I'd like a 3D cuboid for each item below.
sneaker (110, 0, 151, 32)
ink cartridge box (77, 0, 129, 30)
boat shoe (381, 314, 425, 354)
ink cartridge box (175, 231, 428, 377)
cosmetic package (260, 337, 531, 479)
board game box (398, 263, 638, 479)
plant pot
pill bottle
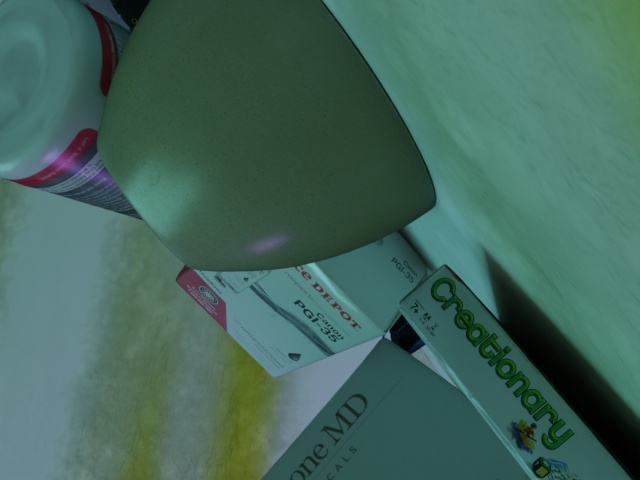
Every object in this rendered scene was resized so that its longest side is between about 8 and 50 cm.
[{"bbox_3d":[-0.130,-0.219,0.812,0.222,0.118,0.083,53,179,10],"label":"sneaker"},{"bbox_3d":[-0.251,-0.303,0.923,0.154,0.212,0.093,53,-177,-42],"label":"ink cartridge box"},{"bbox_3d":[0.113,0.100,1.025,0.089,0.109,0.258,56,177,4],"label":"boat shoe"},{"bbox_3d":[-0.034,0.044,0.971,0.207,0.117,0.283,46,144,-8],"label":"ink cartridge box"},{"bbox_3d":[0.154,0.395,0.863,0.393,0.329,0.327,33,167,41],"label":"cosmetic package"},{"bbox_3d":[0.190,0.166,0.561,0.305,0.053,0.193,53,-173,29],"label":"board game box"},{"bbox_3d":[-0.068,-0.084,0.626,0.284,0.191,0.284,54,178,2],"label":"plant pot"},{"bbox_3d":[-0.193,-0.115,0.794,0.176,0.176,0.318,53,-164,28],"label":"pill bottle"}]
